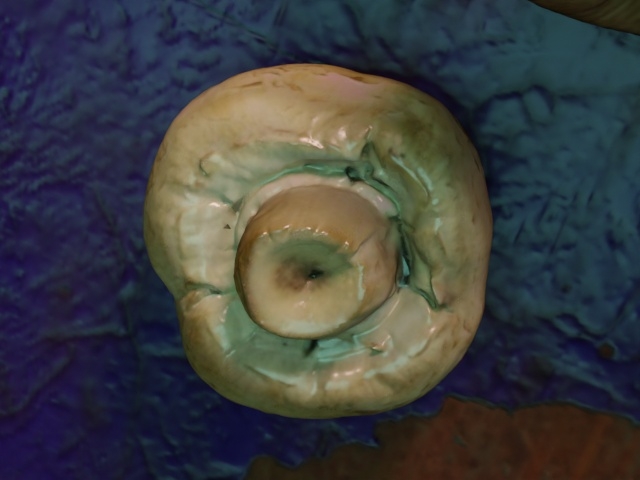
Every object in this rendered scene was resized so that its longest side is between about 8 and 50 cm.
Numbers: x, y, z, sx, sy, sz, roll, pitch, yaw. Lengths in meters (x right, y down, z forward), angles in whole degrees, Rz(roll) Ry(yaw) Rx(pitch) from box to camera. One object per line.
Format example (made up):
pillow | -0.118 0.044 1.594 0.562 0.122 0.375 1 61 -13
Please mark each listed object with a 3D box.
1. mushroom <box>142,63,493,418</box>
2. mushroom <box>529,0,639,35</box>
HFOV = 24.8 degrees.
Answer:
mushroom | 0.000 0.000 0.575 0.148 0.112 0.148 2 111 4
mushroom | 0.162 -0.116 0.503 0.286 0.151 0.156 5 68 -22
